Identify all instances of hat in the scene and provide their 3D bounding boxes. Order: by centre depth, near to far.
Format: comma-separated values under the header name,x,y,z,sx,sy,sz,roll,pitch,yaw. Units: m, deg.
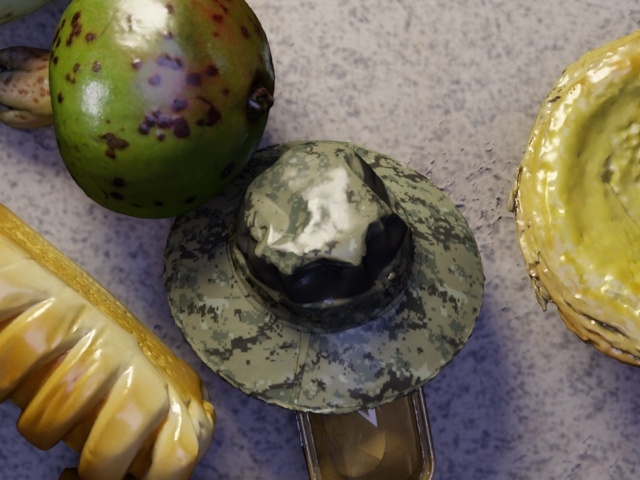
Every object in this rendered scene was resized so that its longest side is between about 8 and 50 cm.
name,x,y,z,sx,sy,sz,roll,pitch,yaw
hat,0.000,0.000,1.282,0.265,0.128,0.266,-1,62,2

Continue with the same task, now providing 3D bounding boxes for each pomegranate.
name,x,y,z,sx,sy,sz,roll,pitch,yaw
pomegranate,-0.151,-0.121,1.282,0.247,0.202,0.202,7,91,21

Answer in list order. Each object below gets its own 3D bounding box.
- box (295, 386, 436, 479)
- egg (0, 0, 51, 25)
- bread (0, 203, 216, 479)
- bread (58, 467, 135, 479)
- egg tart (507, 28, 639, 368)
name,x,y,z,sx,sy,sz,roll,pitch,yaw
box,0.032,0.136,1.347,0.111,0.111,0.177,-12,94,-8
egg,-0.258,-0.252,1.260,0.231,0.169,0.169,-18,95,-17
bread,-0.219,0.080,1.276,0.311,0.173,0.121,41,95,-2
bread,-0.058,0.284,1.334,0.361,0.077,0.138,12,62,-9
egg tart,0.310,-0.031,1.357,0.315,0.120,0.315,0,81,0
